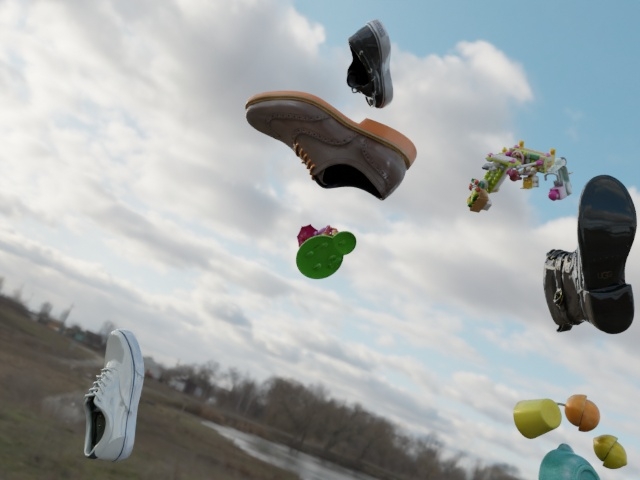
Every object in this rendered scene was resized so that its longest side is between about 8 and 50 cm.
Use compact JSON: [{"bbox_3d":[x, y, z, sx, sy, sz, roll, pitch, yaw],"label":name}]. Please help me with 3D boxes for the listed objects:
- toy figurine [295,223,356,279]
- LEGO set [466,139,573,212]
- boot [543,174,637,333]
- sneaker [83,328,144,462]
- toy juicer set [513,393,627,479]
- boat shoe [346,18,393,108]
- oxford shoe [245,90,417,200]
[{"bbox_3d":[0.000,0.000,1.997,0.130,0.173,0.159,56,3,-29],"label":"toy figurine"},{"bbox_3d":[0.367,-0.128,1.503,0.107,0.132,0.287,-14,2,-31],"label":"LEGO set"},{"bbox_3d":[0.418,0.031,1.205,0.091,0.263,0.229,-1,1,-4],"label":"boot"},{"bbox_3d":[-0.406,0.297,1.433,0.094,0.258,0.091,-13,-19,34],"label":"sneaker"},{"bbox_3d":[0.468,0.432,1.315,0.209,0.329,0.089,-3,-21,-36],"label":"toy juicer set"},{"bbox_3d":[0.080,-0.293,1.293,0.080,0.076,0.228,60,-6,17],"label":"boat shoe"},{"bbox_3d":[-0.006,-0.184,1.416,0.363,0.133,0.130,21,-21,22],"label":"oxford shoe"}]
